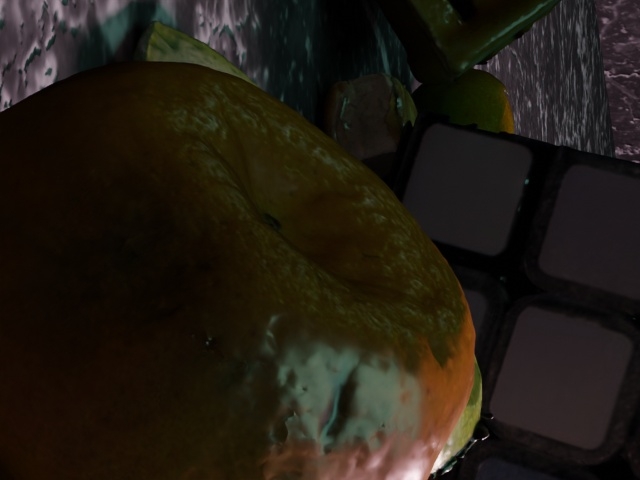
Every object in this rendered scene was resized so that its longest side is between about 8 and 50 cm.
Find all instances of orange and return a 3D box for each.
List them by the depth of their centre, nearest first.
[{"bbox_3d":[-0.068,0.044,0.781,0.183,0.249,0.249,-52,-179,24],"label":"orange"}]

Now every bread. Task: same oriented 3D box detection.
[{"bbox_3d":[0.038,-0.087,1.459,0.083,0.076,0.070,37,42,-70],"label":"bread"}]

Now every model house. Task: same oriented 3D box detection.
[{"bbox_3d":[0.103,-0.269,1.533,0.239,0.173,0.268,55,18,-5],"label":"model house"}]

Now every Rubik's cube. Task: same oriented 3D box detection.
[{"bbox_3d":[0.221,0.132,1.448,0.359,0.362,0.363,30,76,-72],"label":"Rubik's cube"}]

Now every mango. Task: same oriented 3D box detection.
[{"bbox_3d":[0.114,-0.074,1.684,0.233,0.111,0.125,-58,134,-44],"label":"mango"}]

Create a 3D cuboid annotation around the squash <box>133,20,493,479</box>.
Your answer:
[{"bbox_3d":[0.000,0.000,1.067,0.189,0.189,0.260,-67,155,-58],"label":"squash"}]
